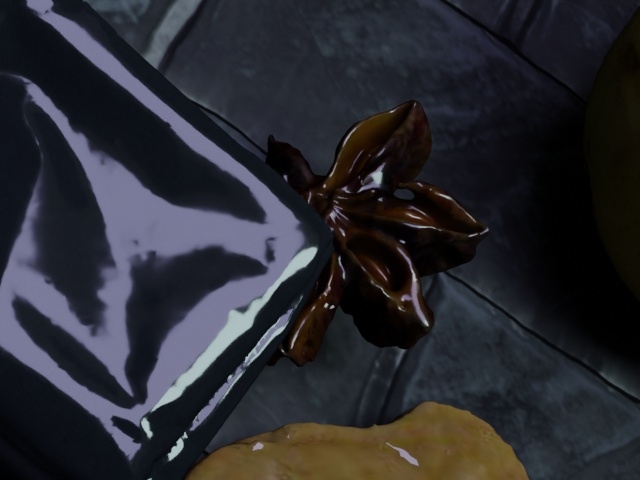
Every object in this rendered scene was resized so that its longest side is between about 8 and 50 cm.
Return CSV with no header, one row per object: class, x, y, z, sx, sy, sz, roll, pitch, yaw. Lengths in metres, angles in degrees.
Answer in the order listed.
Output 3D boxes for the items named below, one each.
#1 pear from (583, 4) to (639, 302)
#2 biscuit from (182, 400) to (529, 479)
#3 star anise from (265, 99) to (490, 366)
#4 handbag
pear,0.367,-0.072,1.522,0.348,0.348,0.348,16,56,-26
biscuit,0.059,0.293,1.279,0.365,0.062,0.385,-9,69,-38
star anise,0.000,0.000,1.378,0.220,0.126,0.190,-12,69,-9
handbag,-0.175,0.008,1.215,0.302,0.178,0.275,41,64,-5
